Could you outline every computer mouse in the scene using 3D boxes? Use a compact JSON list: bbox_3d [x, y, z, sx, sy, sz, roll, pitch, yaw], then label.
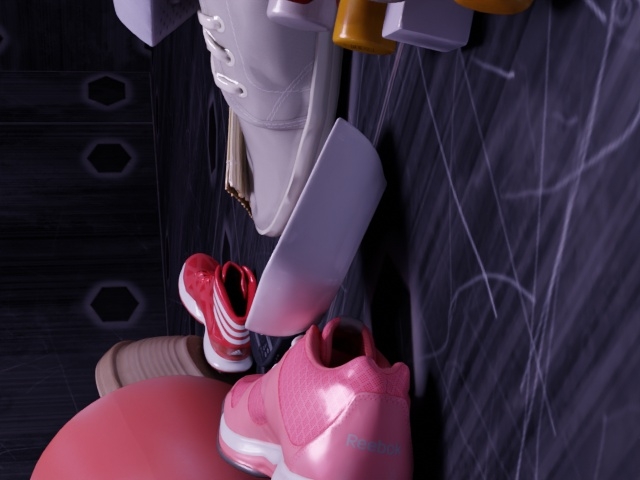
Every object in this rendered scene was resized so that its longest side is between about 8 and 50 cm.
[{"bbox_3d":[-0.022,0.054,1.128,0.242,0.041,0.071,120,139,-57],"label":"computer mouse"}]

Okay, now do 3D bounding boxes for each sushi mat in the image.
[{"bbox_3d":[-0.068,-0.182,1.195,0.151,0.019,0.317,50,-140,-72],"label":"sushi mat"}]

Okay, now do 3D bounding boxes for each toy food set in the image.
[{"bbox_3d":[0.037,-0.166,0.618,0.232,0.111,0.105,-166,87,-79],"label":"toy food set"}]

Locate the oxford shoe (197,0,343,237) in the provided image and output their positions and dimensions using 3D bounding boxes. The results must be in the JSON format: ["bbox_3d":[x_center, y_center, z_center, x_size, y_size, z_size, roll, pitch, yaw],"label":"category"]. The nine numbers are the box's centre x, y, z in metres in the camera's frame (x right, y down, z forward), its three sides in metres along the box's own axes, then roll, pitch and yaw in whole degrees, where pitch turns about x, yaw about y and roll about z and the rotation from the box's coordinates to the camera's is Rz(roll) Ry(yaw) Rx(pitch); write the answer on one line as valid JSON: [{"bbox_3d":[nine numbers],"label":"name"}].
[{"bbox_3d":[-0.047,-0.193,0.980,0.169,0.130,0.449,-106,17,-47],"label":"oxford shoe"}]

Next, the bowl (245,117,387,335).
[{"bbox_3d":[0.000,0.000,0.852,0.142,0.053,0.142,117,179,-63],"label":"bowl"}]

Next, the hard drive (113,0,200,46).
[{"bbox_3d":[-0.114,-0.305,0.959,0.172,0.054,0.255,-55,-22,-50],"label":"hard drive"}]

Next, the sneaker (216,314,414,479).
[{"bbox_3d":[0.007,0.119,0.860,0.314,0.115,0.136,-163,86,-74],"label":"sneaker"}]

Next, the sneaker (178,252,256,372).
[{"bbox_3d":[-0.123,0.058,1.555,0.221,0.087,0.128,58,141,46],"label":"sneaker"}]

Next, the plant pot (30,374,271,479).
[{"bbox_3d":[-0.112,0.292,1.067,0.243,0.274,0.275,-139,48,-61],"label":"plant pot"}]

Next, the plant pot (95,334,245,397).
[{"bbox_3d":[-0.170,0.201,1.547,0.110,0.237,0.237,-45,27,13],"label":"plant pot"}]
